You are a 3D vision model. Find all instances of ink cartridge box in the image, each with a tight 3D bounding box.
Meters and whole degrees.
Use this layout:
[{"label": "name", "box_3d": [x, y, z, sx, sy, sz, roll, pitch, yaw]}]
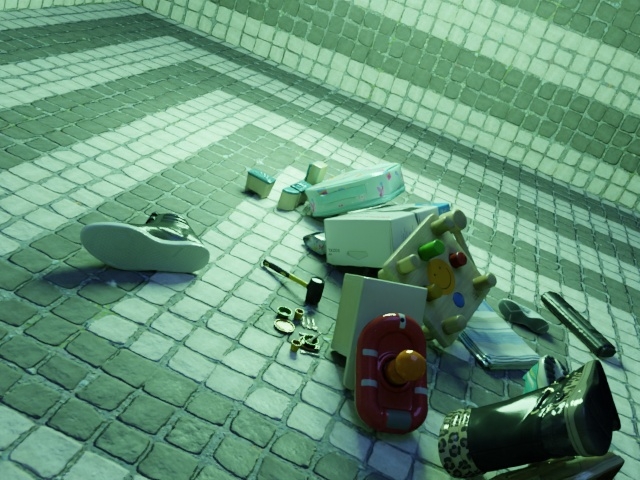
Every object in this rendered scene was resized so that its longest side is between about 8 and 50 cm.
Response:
[{"label": "ink cartridge box", "box_3d": [0.190, -0.021, 1.962, 0.223, 0.129, 0.307, 2, 11, 39]}]

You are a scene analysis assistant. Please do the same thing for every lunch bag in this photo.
[{"label": "lunch bag", "box_3d": [0.101, -0.147, 2.152, 0.279, 0.108, 0.224, -13, 11, 27]}, {"label": "lunch bag", "box_3d": [0.000, 0.000, 1.978, 0.083, 0.053, 0.071, 26, 23, 34]}]

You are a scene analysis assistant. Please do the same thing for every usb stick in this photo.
[{"label": "usb stick", "box_3d": [0.744, 0.239, 2.074, 0.077, 0.045, 0.278, 13, 25, -32]}]

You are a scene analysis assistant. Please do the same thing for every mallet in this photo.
[{"label": "mallet", "box_3d": [-0.071, 0.099, 1.752, 0.189, 0.062, 0.039, 19, 19, 34]}]

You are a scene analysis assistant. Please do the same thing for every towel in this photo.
[{"label": "towel", "box_3d": [0.433, 0.235, 1.857, 0.209, 0.034, 0.285, 6, 28, -30]}]

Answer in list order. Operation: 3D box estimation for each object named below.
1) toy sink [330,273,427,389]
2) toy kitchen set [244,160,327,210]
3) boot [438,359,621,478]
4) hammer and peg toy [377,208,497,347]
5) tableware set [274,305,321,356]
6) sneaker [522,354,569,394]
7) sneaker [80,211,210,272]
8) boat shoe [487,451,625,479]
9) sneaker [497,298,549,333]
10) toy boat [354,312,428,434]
[{"label": "toy sink", "box_3d": [0.118, 0.200, 1.538, 0.153, 0.234, 0.131, 11, -3, -18]}, {"label": "toy kitchen set", "box_3d": [-0.106, -0.196, 2.207, 0.166, 0.122, 0.207, 28, 26, 16]}, {"label": "boot", "box_3d": [0.399, 0.338, 1.343, 0.377, 0.284, 0.138, -10, 79, -64]}, {"label": "hammer and peg toy", "box_3d": [0.326, 0.069, 1.788, 0.266, 0.127, 0.361, 53, 49, -6]}, {"label": "tableware set", "box_3d": [-0.050, 0.195, 1.577, 0.104, 0.024, 0.154, 15, 26, -12]}, {"label": "sneaker", "box_3d": [0.483, 0.378, 1.527, 0.107, 0.110, 0.275, 30, 42, -13]}, {"label": "sneaker", "box_3d": [-0.409, -0.008, 1.629, 0.295, 0.104, 0.147, 11, 24, -34]}, {"label": "boat shoe", "box_3d": [0.444, 0.443, 1.339, 0.341, 0.122, 0.110, -3, 34, -38]}, {"label": "sneaker", "box_3d": [0.564, 0.209, 1.999, 0.152, 0.054, 0.061, 30, 17, 6]}, {"label": "toy boat", "box_3d": [0.153, 0.249, 1.381, 0.151, 0.151, 0.231, 11, 63, -19]}]
